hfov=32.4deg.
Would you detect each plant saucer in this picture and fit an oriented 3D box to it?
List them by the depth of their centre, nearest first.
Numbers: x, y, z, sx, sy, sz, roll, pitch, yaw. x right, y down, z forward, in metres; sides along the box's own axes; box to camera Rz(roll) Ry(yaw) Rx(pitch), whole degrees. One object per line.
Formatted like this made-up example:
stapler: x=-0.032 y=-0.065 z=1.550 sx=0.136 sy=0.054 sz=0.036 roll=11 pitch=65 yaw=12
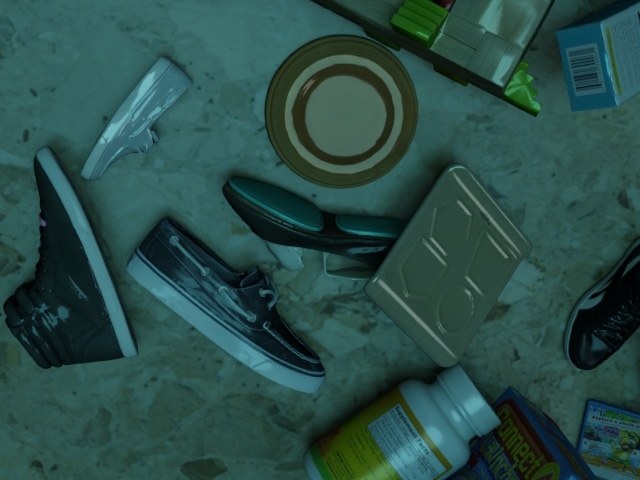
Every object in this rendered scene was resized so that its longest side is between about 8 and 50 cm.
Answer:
plant saucer: x=0.029 y=-0.162 z=1.411 sx=0.200 sy=0.037 sz=0.199 roll=-1 pitch=102 yaw=-5

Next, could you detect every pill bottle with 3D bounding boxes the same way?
pill bottle: x=0.111 y=0.271 z=1.467 sx=0.246 sy=0.136 sz=0.136 roll=-36 pitch=104 yaw=3

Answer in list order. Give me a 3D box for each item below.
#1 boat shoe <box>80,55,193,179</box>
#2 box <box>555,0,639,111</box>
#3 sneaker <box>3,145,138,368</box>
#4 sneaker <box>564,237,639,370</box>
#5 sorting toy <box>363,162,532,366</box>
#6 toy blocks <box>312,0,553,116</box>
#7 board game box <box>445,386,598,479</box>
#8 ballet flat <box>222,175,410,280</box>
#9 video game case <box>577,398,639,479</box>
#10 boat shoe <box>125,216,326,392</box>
boat shoe: x=-0.229 y=-0.143 z=1.384 sx=0.063 sy=0.066 sz=0.184 roll=37 pitch=88 yaw=-11
box: x=0.371 y=-0.236 z=1.333 sx=0.060 sy=0.244 sz=0.100 roll=-4 pitch=108 yaw=39
sneaker: x=-0.344 y=0.036 z=1.386 sx=0.147 sy=0.104 sz=0.295 roll=-18 pitch=108 yaw=-6
sneaker: x=0.407 y=0.091 z=1.461 sx=0.079 sy=0.121 sz=0.216 roll=31 pitch=98 yaw=-10
sorting toy: x=0.165 y=0.033 z=1.423 sx=0.193 sy=0.038 sz=0.208 roll=45 pitch=76 yaw=-32
toy blocks: x=0.150 y=-0.353 z=1.302 sx=0.382 sy=0.191 sz=0.260 roll=29 pitch=93 yaw=7
board game box: x=0.211 y=0.372 z=1.413 sx=0.086 sy=0.308 sz=0.302 roll=38 pitch=96 yaw=-10
ballet flat: x=0.000 y=0.000 z=1.421 sx=0.281 sy=0.095 sz=0.096 roll=16 pitch=113 yaw=-9
video game case: x=0.417 y=0.316 z=1.537 sx=0.119 sy=0.015 sz=0.166 roll=15 pitch=104 yaw=26
boat shoe: x=-0.102 y=0.081 z=1.426 sx=0.301 sy=0.108 sz=0.102 roll=37 pitch=99 yaw=-5
